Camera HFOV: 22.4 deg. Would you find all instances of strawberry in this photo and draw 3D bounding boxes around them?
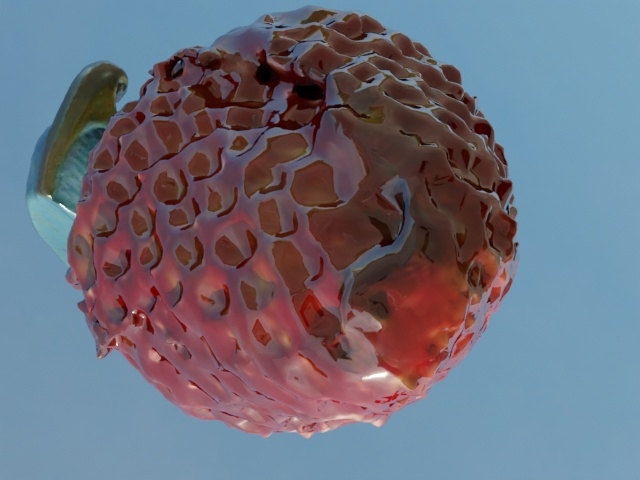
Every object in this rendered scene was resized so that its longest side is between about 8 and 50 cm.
[{"bbox_3d":[0.000,0.000,0.689,0.205,0.205,0.244,44,179,-18],"label":"strawberry"}]

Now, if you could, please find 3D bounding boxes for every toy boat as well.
[{"bbox_3d":[-0.110,-0.025,0.886,0.077,0.075,0.185,-60,-25,-18],"label":"toy boat"}]
